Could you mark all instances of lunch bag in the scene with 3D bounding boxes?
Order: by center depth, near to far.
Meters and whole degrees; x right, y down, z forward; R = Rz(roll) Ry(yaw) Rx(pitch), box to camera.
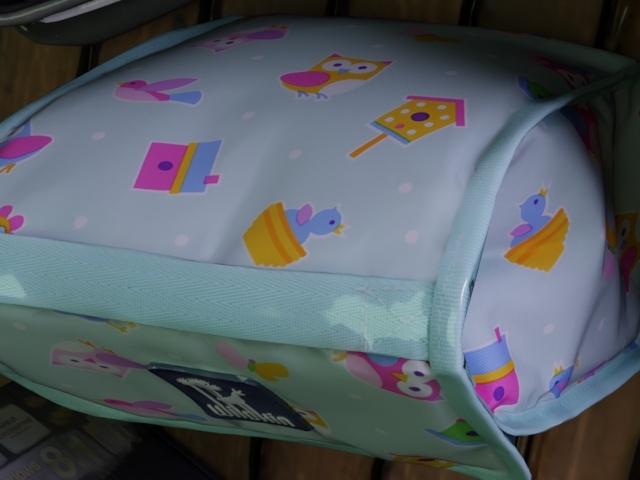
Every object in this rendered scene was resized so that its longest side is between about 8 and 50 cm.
[{"bbox_3d":[0.000,0.000,0.706,0.223,0.262,0.160,8,106,24],"label":"lunch bag"}]

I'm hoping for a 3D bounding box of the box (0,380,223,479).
[{"bbox_3d":[-0.113,0.228,0.746,0.318,0.395,0.097,35,118,16],"label":"box"}]

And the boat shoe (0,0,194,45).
[{"bbox_3d":[-0.029,-0.175,0.769,0.335,0.095,0.112,-29,89,29],"label":"boat shoe"}]
